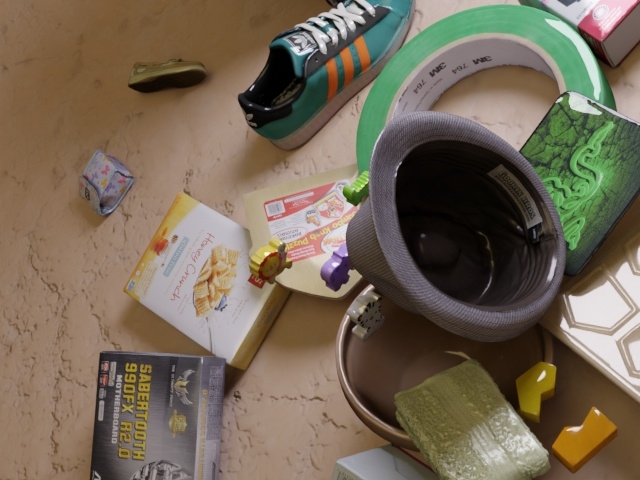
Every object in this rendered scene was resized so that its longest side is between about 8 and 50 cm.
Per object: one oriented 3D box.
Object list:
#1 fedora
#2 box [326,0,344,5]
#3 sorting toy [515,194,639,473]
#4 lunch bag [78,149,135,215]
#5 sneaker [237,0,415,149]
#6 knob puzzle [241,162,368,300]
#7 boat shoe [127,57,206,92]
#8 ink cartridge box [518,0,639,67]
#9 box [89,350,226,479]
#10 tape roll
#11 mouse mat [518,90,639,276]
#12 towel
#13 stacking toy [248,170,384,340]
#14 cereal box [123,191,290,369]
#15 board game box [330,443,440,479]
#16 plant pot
[{"bbox_3d":[0.124,-0.003,1.030,0.124,0.275,0.244,-29,66,50],"label":"fedora"},{"bbox_3d":[0.013,-0.665,1.321,0.480,0.472,0.297,-43,54,10],"label":"box"},{"bbox_3d":[0.324,0.097,1.039,0.307,0.041,0.229,-37,52,-12],"label":"sorting toy"},{"bbox_3d":[-0.346,-0.089,1.567,0.071,0.053,0.083,43,105,37],"label":"lunch bag"},{"bbox_3d":[0.008,-0.265,1.378,0.302,0.121,0.108,-49,55,5],"label":"sneaker"},{"bbox_3d":[0.000,0.000,1.309,0.213,0.030,0.213,-3,59,6],"label":"knob puzzle"},{"bbox_3d":[-0.245,-0.272,1.578,0.153,0.056,0.048,-5,73,38],"label":"boat shoe"},{"bbox_3d":[0.338,-0.318,1.229,0.127,0.072,0.175,-48,55,7],"label":"ink cartridge box"},{"bbox_3d":[-0.220,0.266,1.319,0.183,0.056,0.231,-1,82,32],"label":"box"},{"bbox_3d":[0.202,-0.137,1.238,0.321,0.077,0.321,-12,65,28],"label":"tape roll"},{"bbox_3d":[0.280,-0.068,1.108,0.152,0.007,0.190,36,90,35],"label":"mouse mat"},{"bbox_3d":[0.150,0.192,0.992,0.110,0.027,0.148,-27,54,-11],"label":"towel"},{"bbox_3d":[0.050,0.003,1.148,0.167,0.052,0.221,29,58,35],"label":"stacking toy"},{"bbox_3d":[-0.154,0.053,1.394,0.240,0.047,0.173,27,87,36],"label":"cereal box"},{"bbox_3d":[0.089,0.397,1.003,0.224,0.097,0.303,28,111,38],"label":"board game box"},{"bbox_3d":[0.140,0.146,1.117,0.237,0.110,0.237,-5,51,6],"label":"plant pot"}]
